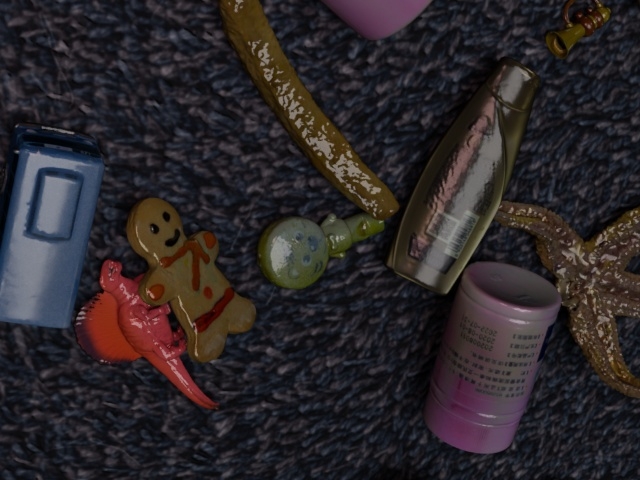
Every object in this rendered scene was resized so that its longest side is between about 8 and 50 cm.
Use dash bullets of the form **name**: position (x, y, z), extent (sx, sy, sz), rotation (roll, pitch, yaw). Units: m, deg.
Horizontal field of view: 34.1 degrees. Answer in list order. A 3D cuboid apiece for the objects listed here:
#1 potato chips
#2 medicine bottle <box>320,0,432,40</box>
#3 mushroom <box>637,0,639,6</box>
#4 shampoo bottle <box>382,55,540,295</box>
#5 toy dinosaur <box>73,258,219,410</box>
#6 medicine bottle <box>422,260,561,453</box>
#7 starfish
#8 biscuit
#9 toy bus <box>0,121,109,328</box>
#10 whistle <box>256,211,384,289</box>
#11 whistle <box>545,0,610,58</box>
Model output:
- **potato chips**: position (-0.027, -0.181, 1.404), extent (0.057, 0.080, 0.407), rotation (-46, 117, -22)
- **medicine bottle**: position (0.015, -0.403, 1.294), extent (0.290, 0.178, 0.178), rotation (37, 90, -26)
- **mushroom**: position (0.542, -0.439, 1.548), extent (0.081, 0.092, 0.223), rotation (9, 113, -59)
- **shampoo bottle**: position (0.213, -0.096, 1.517), extent (0.125, 0.084, 0.350), rotation (25, 95, -4)
- **toy dinosaur**: position (-0.251, 0.151, 1.430), extent (0.139, 0.070, 0.286), rotation (-23, 117, -3)
- **medicine bottle**: position (0.253, 0.176, 1.564), extent (0.152, 0.152, 0.254), rotation (2, 117, -23)
- **starfish**: position (0.476, 0.057, 1.649), extent (0.383, 0.132, 0.398), rotation (-22, 91, -14)
- **biscuit**: position (-0.179, 0.047, 1.392), extent (0.153, 0.030, 0.234), rotation (-45, 111, -47)
- **toy bus**: position (-0.344, -0.019, 1.291), extent (0.116, 0.133, 0.234), rotation (10, 103, -24)
- **whistle**: position (0.000, 0.000, 1.488), extent (0.198, 0.057, 0.104), rotation (-23, 108, -23)
- **whistle**: position (0.382, -0.324, 1.554), extent (0.109, 0.057, 0.046), rotation (-40, 162, -16)
